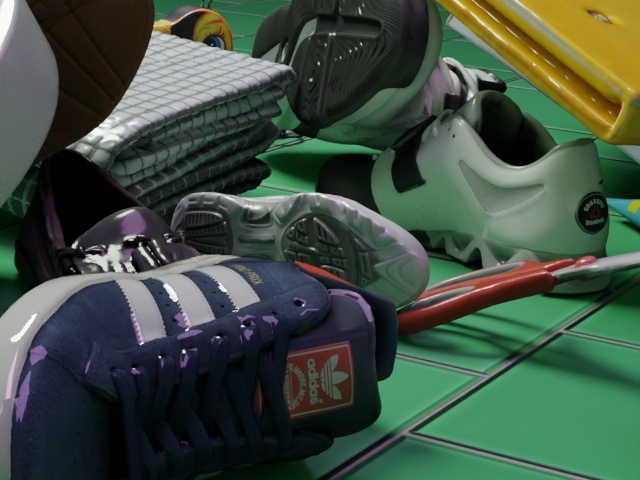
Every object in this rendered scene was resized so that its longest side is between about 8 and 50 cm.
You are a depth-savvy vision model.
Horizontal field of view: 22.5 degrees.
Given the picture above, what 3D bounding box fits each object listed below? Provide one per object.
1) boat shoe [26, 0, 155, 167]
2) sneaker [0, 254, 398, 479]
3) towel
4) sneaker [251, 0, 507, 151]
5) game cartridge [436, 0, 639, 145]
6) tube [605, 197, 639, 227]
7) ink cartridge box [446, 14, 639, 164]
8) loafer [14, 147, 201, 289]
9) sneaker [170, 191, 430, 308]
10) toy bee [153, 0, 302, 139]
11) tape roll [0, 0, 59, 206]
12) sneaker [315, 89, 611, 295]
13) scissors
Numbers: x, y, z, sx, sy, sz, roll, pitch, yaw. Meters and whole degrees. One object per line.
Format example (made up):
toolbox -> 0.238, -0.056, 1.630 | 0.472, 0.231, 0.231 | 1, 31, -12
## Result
boat shoe -> -0.263, -0.089, 1.213 | 0.123, 0.123, 0.342 | 3, 53, 53
sneaker -> -0.053, 0.075, 0.845 | 0.148, 0.131, 0.350 | 3, 14, 19
towel -> -0.192, -0.098, 1.430 | 0.235, 0.121, 0.283 | 18, 27, 28
sneaker -> 0.096, -0.165, 1.541 | 0.257, 0.169, 0.447 | 9, -2, -14
game cartridge -> 0.278, -0.157, 1.320 | 0.323, 0.053, 0.285 | 2, 32, -35
tube -> 0.323, -0.013, 1.421 | 0.080, 0.052, 0.207 | 11, 9, -12
ink cartridge box -> 0.323, -0.185, 1.632 | 0.309, 0.130, 0.272 | 38, 21, 16
loafer -> -0.153, 0.008, 1.145 | 0.109, 0.095, 0.302 | -3, 16, -26
sneaker -> 0.000, 0.000, 1.220 | 0.232, 0.090, 0.115 | 13, 13, 39
toy bee -> -0.167, -0.208, 1.754 | 0.298, 0.162, 0.195 | -1, 13, -43
tape roll -> -0.360, -0.062, 1.044 | 0.392, 0.072, 0.392 | -14, 40, 12
sneaker -> 0.122, -0.063, 1.379 | 0.122, 0.146, 0.330 | -12, 19, -39
scissors -> 0.174, 0.017, 1.100 | 0.297, 0.021, 0.109 | -18, 4, 37
